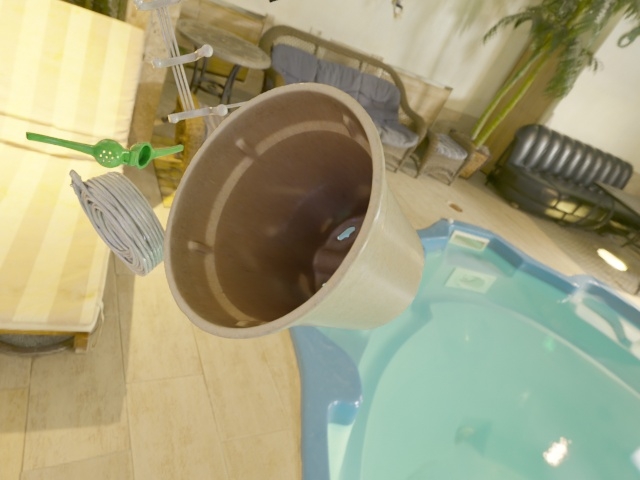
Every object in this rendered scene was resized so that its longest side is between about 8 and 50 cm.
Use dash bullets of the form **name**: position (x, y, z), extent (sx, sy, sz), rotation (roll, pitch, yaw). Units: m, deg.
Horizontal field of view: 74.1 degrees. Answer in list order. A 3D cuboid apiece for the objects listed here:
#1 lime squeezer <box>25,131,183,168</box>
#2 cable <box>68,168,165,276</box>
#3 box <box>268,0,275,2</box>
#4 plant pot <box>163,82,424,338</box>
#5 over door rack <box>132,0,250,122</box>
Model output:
- **lime squeezer**: position (-0.401, -0.177, 0.863), extent (0.110, 0.058, 0.310), rotation (15, 16, 42)
- **cable**: position (-0.467, -0.038, 1.015), extent (0.257, 0.257, 0.089), rotation (34, 53, 23)
- **box**: position (-0.068, -0.434, 0.669), extent (0.062, 0.083, 0.052), rotation (-19, 51, -4)
- **plant pot**: position (0.000, 0.000, 0.636), extent (0.305, 0.334, 0.334), rotation (32, 17, -52)
- **over door rack**: position (-0.175, -0.380, 0.837), extent (0.324, 0.239, 0.108), rotation (-12, 21, -3)
